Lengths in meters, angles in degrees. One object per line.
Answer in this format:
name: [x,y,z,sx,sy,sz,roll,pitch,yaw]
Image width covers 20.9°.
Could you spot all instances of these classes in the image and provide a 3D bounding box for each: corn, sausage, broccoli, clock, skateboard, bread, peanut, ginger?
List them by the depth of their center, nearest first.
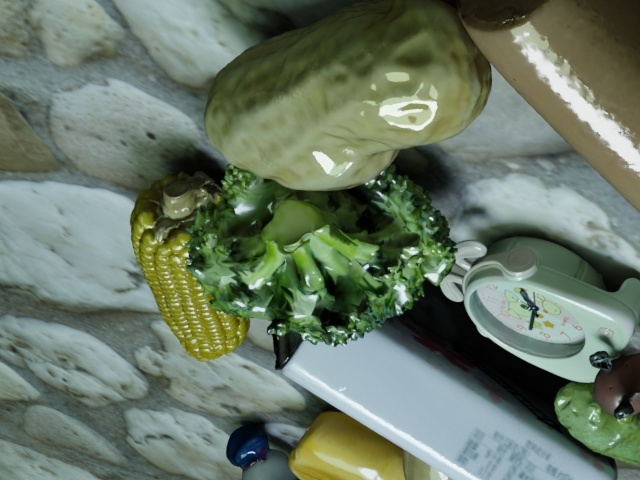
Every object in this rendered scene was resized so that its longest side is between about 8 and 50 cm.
sausage: [0.215,-0.130,1.317,0.253,0.123,0.123,40,148,-20]
peanut: [0.025,-0.123,1.461,0.152,0.152,0.313,42,145,-24]
broccoli: [0.002,0.000,1.626,0.226,0.197,0.176,16,-177,44]
skateboard: [0.330,0.122,1.632,0.151,0.067,0.080,-21,158,0]
clock: [0.210,0.057,1.676,0.191,0.062,0.151,26,151,5]
ginger: [0.377,0.204,1.735,0.290,0.089,0.137,20,-176,14]
corn: [-0.132,0.031,1.872,0.119,0.119,0.322,17,154,18]
bread: [0.052,0.270,2.117,0.173,0.085,0.134,23,154,5]

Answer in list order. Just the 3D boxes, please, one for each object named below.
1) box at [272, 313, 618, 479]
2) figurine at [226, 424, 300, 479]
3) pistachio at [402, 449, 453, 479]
box: [0.123,0.163,1.807,0.370,0.112,0.190,33,-174,-9]
figurine: [-0.005,0.355,2.198,0.338,0.284,0.204,54,132,30]
pistachio: [0.155,0.255,1.994,0.126,0.108,0.185,-15,127,15]
